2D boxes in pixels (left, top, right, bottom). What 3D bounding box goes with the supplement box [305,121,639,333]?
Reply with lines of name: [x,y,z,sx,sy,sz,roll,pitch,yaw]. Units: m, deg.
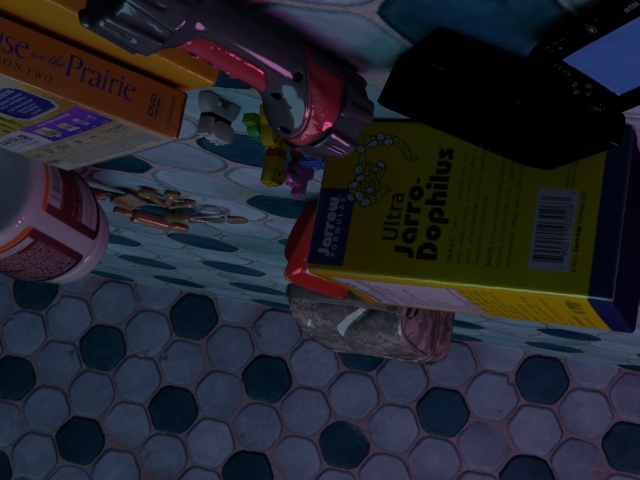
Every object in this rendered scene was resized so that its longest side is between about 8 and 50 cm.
supplement box: [0.193,-0.019,1.098,0.356,0.195,0.194,5,167,26]

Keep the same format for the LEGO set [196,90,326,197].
LEGO set: [-0.057,-0.106,1.168,0.087,0.093,0.227,1,165,40]

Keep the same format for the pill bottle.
pill bottle: [-0.513,-0.050,1.568,0.224,0.224,0.392,10,168,8]

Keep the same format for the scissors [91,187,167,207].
scissors: [-0.429,-0.088,1.812,0.297,0.021,0.109,9,169,15]

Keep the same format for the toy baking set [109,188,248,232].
toy baking set: [-0.283,-0.049,1.802,0.256,0.030,0.197,18,162,-34]

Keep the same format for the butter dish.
butter dish: [0.000,0.000,1.583,0.160,0.160,0.118,22,-173,-42]

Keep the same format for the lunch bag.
lunch bag: [0.111,0.139,1.914,0.305,0.212,0.256,5,173,32]

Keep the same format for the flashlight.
flashlight: [-0.081,-0.168,0.864,0.103,0.103,0.304,4,168,46]

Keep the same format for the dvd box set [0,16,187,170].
dvd box set: [-0.398,-0.179,0.976,0.420,0.062,0.307,18,166,-35]

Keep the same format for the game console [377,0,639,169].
game console: [0.211,-0.146,0.802,0.213,0.044,0.361,19,165,-17]

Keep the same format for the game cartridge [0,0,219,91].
game cartridge: [-0.314,-0.219,0.991,0.324,0.052,0.285,-3,162,44]
